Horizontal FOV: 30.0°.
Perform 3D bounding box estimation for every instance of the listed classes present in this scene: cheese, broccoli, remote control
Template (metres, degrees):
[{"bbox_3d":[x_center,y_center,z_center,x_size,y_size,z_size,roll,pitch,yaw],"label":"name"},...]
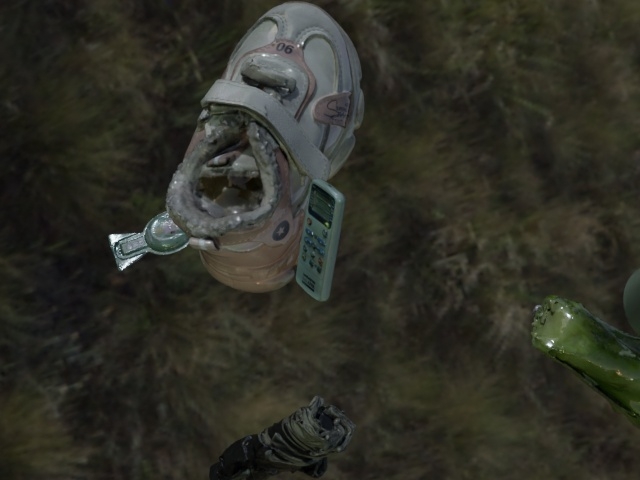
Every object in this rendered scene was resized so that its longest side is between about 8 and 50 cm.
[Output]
[{"bbox_3d":[-0.210,-0.004,1.530,0.026,0.121,0.067,72,-5,-55],"label":"cheese"},{"bbox_3d":[0.316,0.137,1.106,0.304,0.145,0.165,29,19,-22],"label":"broccoli"},{"bbox_3d":[0.000,0.000,1.214,0.018,0.053,0.124,-10,124,-33],"label":"remote control"}]

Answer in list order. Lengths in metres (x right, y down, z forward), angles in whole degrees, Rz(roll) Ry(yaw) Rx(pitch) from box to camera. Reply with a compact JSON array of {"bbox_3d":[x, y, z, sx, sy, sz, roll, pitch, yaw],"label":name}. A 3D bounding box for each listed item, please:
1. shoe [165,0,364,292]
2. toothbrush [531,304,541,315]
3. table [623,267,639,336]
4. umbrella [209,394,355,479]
[{"bbox_3d":[-0.058,-0.122,1.365,0.198,0.172,0.351,43,56,-73],"label":"shoe"},{"bbox_3d":[0.468,0.161,1.977,0.257,0.024,0.018,21,58,-7],"label":"toothbrush"},{"bbox_3d":[0.496,0.054,1.562,0.220,0.126,0.126,113,-21,-68],"label":"table"},{"bbox_3d":[-0.082,0.369,2.012,0.113,0.358,0.106,34,49,-20],"label":"umbrella"}]
